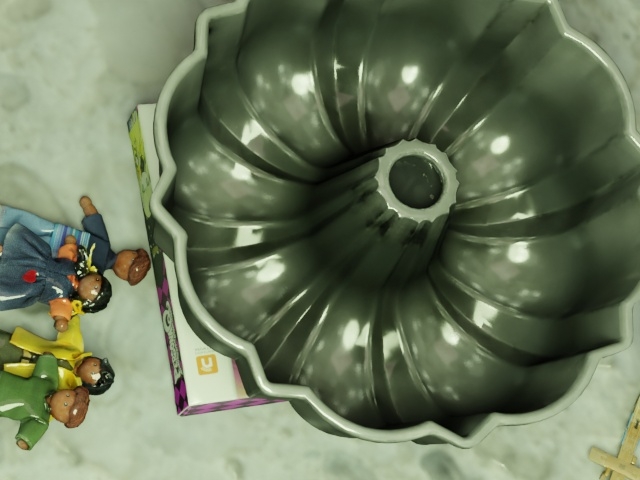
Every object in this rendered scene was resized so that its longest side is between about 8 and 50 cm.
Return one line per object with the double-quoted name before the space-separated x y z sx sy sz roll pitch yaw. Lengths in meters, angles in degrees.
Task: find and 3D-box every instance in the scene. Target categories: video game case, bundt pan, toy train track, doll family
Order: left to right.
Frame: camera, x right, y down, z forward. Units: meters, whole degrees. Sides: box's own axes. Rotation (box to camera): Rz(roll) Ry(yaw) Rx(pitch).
"doll family" -0.170 0.047 1.097 0.111 0.076 0.193 13 66 -6
"video game case" 0.000 0.000 1.176 0.232 0.042 0.210 -6 75 -18
"bundt pan" 0.043 -0.021 1.105 0.331 0.124 0.330 4 73 -14
"toy train track" 0.212 0.144 1.204 0.048 0.014 0.083 25 61 1
